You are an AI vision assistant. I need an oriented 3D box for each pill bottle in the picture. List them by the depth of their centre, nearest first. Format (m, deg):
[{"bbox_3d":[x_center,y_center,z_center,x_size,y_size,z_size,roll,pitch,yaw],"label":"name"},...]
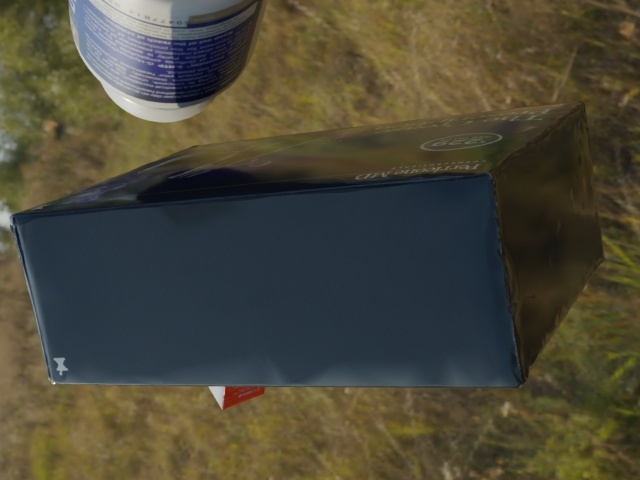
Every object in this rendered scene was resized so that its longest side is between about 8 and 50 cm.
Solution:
[{"bbox_3d":[-0.085,-0.138,0.579,0.187,0.112,0.112,125,155,-71],"label":"pill bottle"}]

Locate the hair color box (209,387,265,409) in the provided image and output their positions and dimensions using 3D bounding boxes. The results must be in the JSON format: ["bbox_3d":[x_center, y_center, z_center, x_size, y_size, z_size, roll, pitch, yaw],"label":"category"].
[{"bbox_3d":[-0.072,0.063,0.835,0.072,0.043,0.141,53,149,35],"label":"hair color box"}]

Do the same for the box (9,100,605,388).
[{"bbox_3d":[0.000,0.000,0.558,0.184,0.261,0.103,-38,-60,-58],"label":"box"}]
